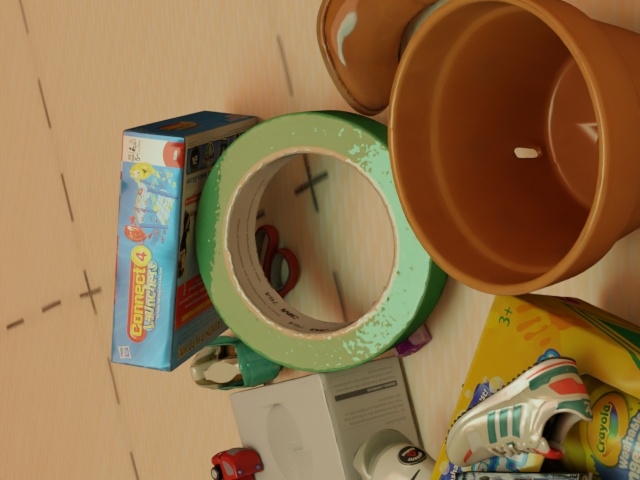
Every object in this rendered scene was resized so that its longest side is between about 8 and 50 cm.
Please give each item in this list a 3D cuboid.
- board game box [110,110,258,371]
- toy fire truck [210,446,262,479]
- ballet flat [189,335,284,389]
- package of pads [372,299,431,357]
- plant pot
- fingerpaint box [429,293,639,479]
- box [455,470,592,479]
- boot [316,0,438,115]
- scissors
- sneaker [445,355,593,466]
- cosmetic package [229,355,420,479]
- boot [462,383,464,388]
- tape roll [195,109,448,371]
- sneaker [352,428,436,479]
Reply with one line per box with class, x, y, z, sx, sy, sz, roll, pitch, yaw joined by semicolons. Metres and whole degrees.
board game box;-0.178;-0.011;1.773;0.086;0.308;0.302;8;101;13
toy fire truck;-0.075;0.363;1.719;0.135;0.047;0.192;-22;80;53
ballet flat;-0.144;0.183;1.941;0.247;0.087;0.083;-17;84;59
package of pads;0.102;0.103;1.666;0.050;0.032;0.083;-45;63;47
plant pot;0.235;-0.105;1.304;0.291;0.203;0.291;16;111;49
fingerpaint box;0.276;0.320;1.261;0.371;0.163;0.445;27;103;40
box;0.188;0.262;1.217;0.137;0.027;0.094;-9;80;40
boot;0.107;-0.289;1.532;0.220;0.109;0.284;3;97;46
scissors;-0.082;0.121;1.927;0.109;0.021;0.297;38;128;42
sneaker;0.184;0.178;1.214;0.161;0.057;0.075;-42;51;25
cosmetic package;0.015;0.286;1.734;0.224;0.138;0.225;-20;81;53
boot;0.240;0.297;1.494;0.229;0.091;0.263;-5;84;53
tape roll;0.000;0.000;1.627;0.321;0.077;0.321;4;99;24
sneaker;0.130;0.395;1.574;0.146;0.122;0.331;21;134;47
